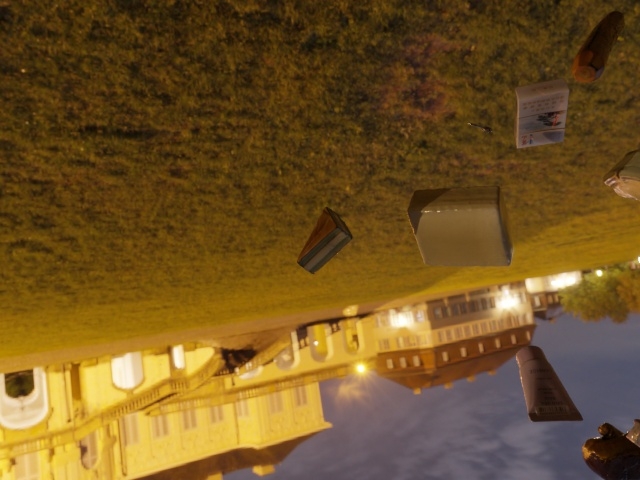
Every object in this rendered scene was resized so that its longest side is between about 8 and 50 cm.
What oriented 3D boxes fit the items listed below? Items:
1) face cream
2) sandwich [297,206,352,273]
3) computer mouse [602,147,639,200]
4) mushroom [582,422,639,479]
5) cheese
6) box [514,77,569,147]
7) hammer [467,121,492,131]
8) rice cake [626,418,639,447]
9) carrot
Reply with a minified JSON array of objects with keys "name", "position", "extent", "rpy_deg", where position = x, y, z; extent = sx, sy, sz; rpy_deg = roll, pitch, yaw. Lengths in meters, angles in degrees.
[{"name":"face cream","position":[0.704,0.462,1.629],"extent":[0.154,0.096,0.273],"rpy_deg":[0,-147,2]},{"name":"sandwich","position":[0.000,0.000,1.478],"extent":[0.163,0.113,0.079],"rpy_deg":[-45,124,15]},{"name":"computer mouse","position":[0.982,-0.216,1.482],"extent":[0.228,0.145,0.429],"rpy_deg":[-33,-169,9]},{"name":"mushroom","position":[0.891,0.631,1.480],"extent":[0.231,0.194,0.138],"rpy_deg":[-37,-170,30]},{"name":"cheese","position":[0.423,-0.037,1.534],"extent":[0.266,0.123,0.242],"rpy_deg":[-1,135,32]},{"name":"box","position":[0.711,-0.405,1.661],"extent":[0.150,0.066,0.233],"rpy_deg":[-5,148,17]},{"name":"hammer","position":[0.387,-0.279,1.252],"extent":[0.029,0.014,0.123],"rpy_deg":[16,-168,36]},{"name":"rice cake","position":[0.631,0.375,0.810],"extent":[0.106,0.050,0.298],"rpy_deg":[13,-172,-13]},{"name":"carrot","position":[0.649,-0.451,1.188],"extent":[0.260,0.070,0.070],"rpy_deg":[-50,-164,-31]}]
